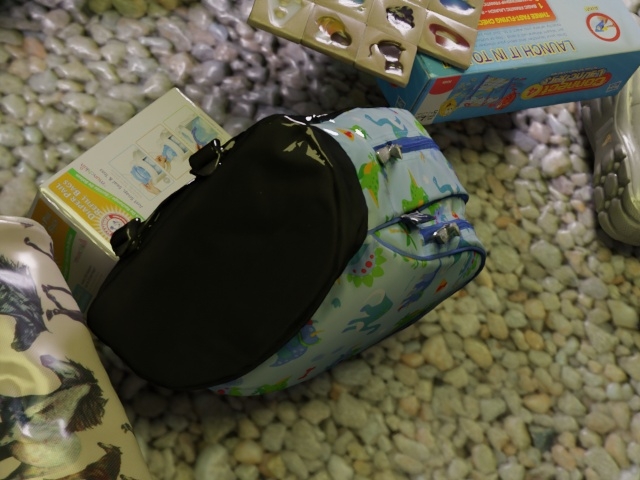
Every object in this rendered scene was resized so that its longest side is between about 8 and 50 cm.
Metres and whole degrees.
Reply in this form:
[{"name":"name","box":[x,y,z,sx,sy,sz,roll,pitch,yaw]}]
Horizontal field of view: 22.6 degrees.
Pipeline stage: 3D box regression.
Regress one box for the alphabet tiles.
[{"name":"alphabet tiles","box":[0.043,-0.310,1.683,0.285,0.011,0.342,22,51,-7]}]

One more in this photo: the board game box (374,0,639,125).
[{"name":"board game box","box":[0.166,-0.285,1.782,0.308,0.086,0.302,-10,61,-30]}]

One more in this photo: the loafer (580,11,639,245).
[{"name":"loafer","box":[0.379,-0.129,1.887,0.111,0.112,0.319,15,58,-21]}]

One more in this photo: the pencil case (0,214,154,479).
[{"name":"pencil case","box":[-0.240,0.178,1.307,0.183,0.160,0.410,4,52,-47]}]

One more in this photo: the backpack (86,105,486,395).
[{"name":"backpack","box":[0.000,0.000,1.488,0.273,0.290,0.355,44,24,-2]}]

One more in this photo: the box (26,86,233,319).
[{"name":"box","box":[-0.181,-0.036,1.533,0.103,0.114,0.203,42,49,7]}]
